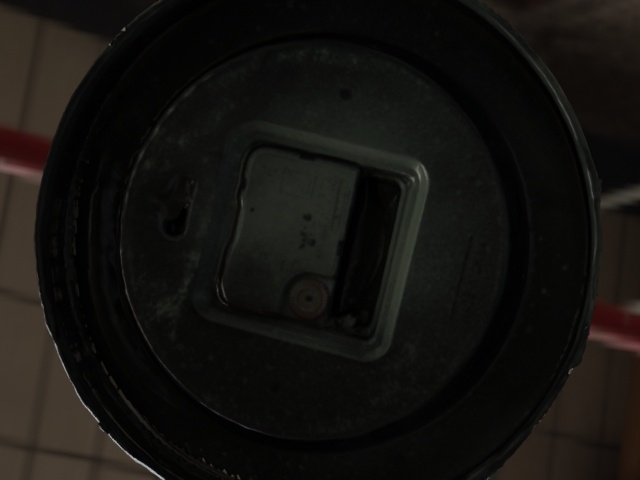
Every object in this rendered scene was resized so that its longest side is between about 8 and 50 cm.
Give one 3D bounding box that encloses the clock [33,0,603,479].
[{"bbox_3d":[0.000,0.000,1.297,0.386,0.386,0.076,5,178,12],"label":"clock"}]
